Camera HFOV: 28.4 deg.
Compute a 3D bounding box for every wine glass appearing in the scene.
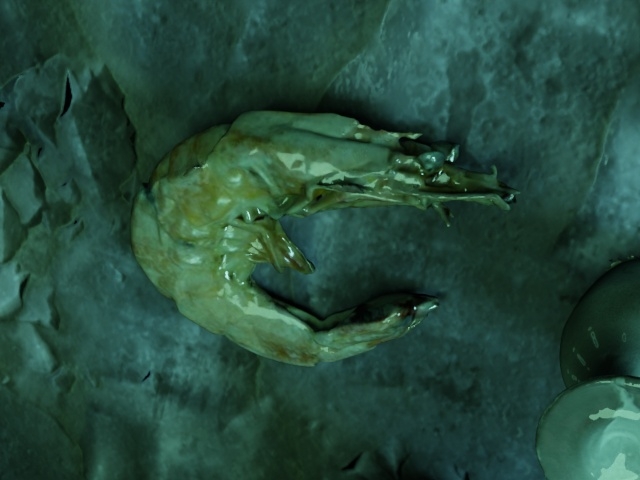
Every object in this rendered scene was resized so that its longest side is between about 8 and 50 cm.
[{"bbox_3d":[0.232,0.101,0.925,0.126,0.241,0.127,7,111,18],"label":"wine glass"}]

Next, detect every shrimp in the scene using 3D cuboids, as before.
[{"bbox_3d":[0.000,0.000,1.065,0.360,0.085,0.247,-9,116,26],"label":"shrimp"}]
